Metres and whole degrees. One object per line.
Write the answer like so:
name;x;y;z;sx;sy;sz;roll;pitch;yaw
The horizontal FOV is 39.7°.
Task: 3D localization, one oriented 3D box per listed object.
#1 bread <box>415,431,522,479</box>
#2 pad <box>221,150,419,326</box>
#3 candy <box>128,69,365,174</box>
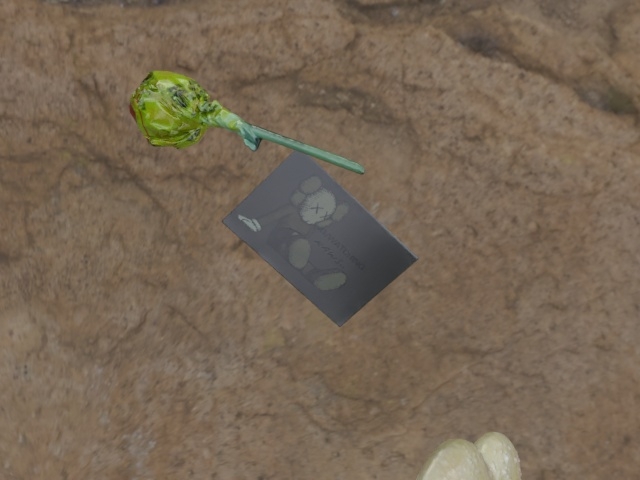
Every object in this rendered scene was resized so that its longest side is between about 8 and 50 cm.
bread;0.112;0.325;0.827;0.054;0.316;0.316;22;61;36
pad;0.000;0.000;1.001;0.190;0.004;0.127;42;108;-14
candy;-0.033;-0.047;0.394;0.123;0.035;0.035;20;38;24
